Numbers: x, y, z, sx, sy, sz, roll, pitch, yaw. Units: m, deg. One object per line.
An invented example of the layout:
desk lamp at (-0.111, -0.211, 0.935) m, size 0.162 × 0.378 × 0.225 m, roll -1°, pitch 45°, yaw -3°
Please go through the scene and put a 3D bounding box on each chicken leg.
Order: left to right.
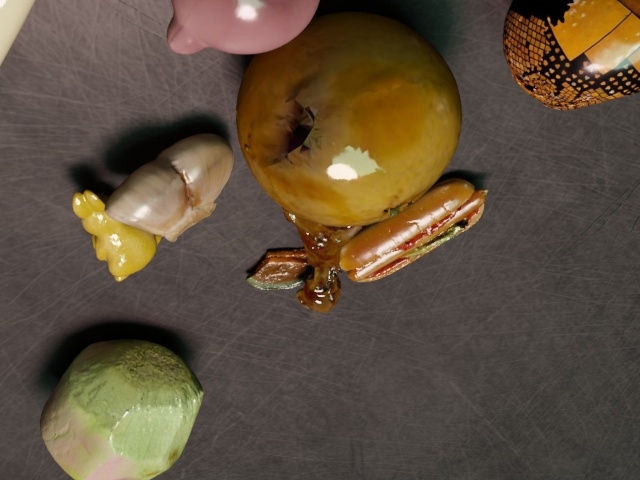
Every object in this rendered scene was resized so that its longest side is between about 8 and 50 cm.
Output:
chicken leg at (0.002, -0.002, 1.832) m, size 0.107 × 0.087 × 0.251 m, roll 19°, pitch 136°, yaw 17°

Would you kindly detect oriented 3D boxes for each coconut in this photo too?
coconut at (-0.288, 0.254, 1.958) m, size 0.205 × 0.236 × 0.236 m, roll 32°, pitch 129°, yaw 2°

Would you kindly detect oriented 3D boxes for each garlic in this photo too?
garlic at (-0.185, -0.071, 1.697) m, size 0.174 × 0.099 × 0.124 m, roll -41°, pitch 170°, yaw -10°

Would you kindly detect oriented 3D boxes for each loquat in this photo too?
loquat at (0.033, -0.140, 1.595) m, size 0.263 × 0.263 × 0.263 m, roll -8°, pitch 138°, yaw -7°

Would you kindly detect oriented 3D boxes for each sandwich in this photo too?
sandwich at (-0.055, 0.042, 1.918) m, size 0.101 × 0.026 × 0.069 m, roll -6°, pitch 139°, yaw -8°

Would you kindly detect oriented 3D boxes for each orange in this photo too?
orange at (0.325, -0.243, 1.564) m, size 0.234 × 0.234 × 0.182 m, roll -8°, pitch 103°, yaw -7°

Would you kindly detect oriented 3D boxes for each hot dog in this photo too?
hot dog at (0.130, -0.014, 1.883) m, size 0.236 × 0.062 × 0.092 m, roll -32°, pitch 132°, yaw 18°

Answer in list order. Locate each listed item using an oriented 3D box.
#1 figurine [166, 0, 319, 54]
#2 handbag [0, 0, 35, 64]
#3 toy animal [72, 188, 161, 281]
figurine at (-0.081, -0.278, 1.457) m, size 0.173 × 0.173 × 0.173 m, roll -8°, pitch 138°, yaw -7°
handbag at (-0.392, -0.208, 1.353) m, size 0.160 × 0.236 × 0.358 m, roll 20°, pitch 120°, yaw -30°
toy animal at (-0.269, -0.025, 1.751) m, size 0.083 × 0.070 × 0.159 m, roll -34°, pitch 139°, yaw -4°
